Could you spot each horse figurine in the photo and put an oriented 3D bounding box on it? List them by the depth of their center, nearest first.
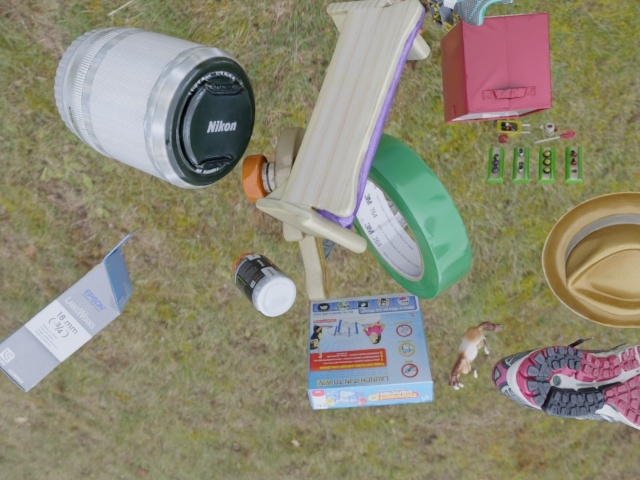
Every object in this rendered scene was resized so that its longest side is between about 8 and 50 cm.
[{"bbox_3d":[0.467,0.349,1.791,0.263,0.066,0.174,-59,140,-12],"label":"horse figurine"}]

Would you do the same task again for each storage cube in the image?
[{"bbox_3d":[0.371,-0.364,1.253,0.183,0.215,0.193,-5,97,-1],"label":"storage cube"}]

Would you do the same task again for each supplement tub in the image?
[{"bbox_3d":[-0.154,0.109,1.521,0.116,0.190,0.117,-14,119,-27],"label":"supplement tub"}]

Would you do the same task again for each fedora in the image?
[{"bbox_3d":[0.363,0.035,0.698,0.194,0.079,0.195,12,114,29],"label":"fedora"}]

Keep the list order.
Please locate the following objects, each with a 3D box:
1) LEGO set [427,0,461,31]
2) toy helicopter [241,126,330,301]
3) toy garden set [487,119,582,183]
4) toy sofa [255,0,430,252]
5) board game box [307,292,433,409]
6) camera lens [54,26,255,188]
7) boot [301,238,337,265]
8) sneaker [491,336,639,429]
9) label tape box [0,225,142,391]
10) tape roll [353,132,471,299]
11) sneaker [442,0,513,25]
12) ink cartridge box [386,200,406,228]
[{"bbox_3d":[0.395,-0.656,1.484,0.255,0.192,0.331,-39,149,-6],"label":"LEGO set"},{"bbox_3d":[-0.027,-0.046,1.111,0.140,0.235,0.355,-4,119,12],"label":"toy helicopter"},{"bbox_3d":[0.592,-0.257,1.601,0.244,0.204,0.049,2,153,20],"label":"toy garden set"},{"bbox_3d":[0.062,-0.173,0.881,0.150,0.177,0.363,28,78,-50],"label":"toy sofa"},{"bbox_3d":[0.124,0.283,1.530,0.307,0.302,0.086,-5,131,5],"label":"board game box"},{"bbox_3d":[-0.260,-0.219,0.940,0.274,0.219,0.220,23,123,27],"label":"camera lens"},{"bbox_3d":[-0.002,-0.001,1.472,0.076,0.208,0.190,40,99,8],"label":"boot"},{"bbox_3d":[0.395,0.201,0.840,0.298,0.112,0.121,13,77,-16],"label":"sneaker"},{"bbox_3d":[-0.467,0.124,1.174,0.333,0.240,0.106,-41,102,-5],"label":"label tape box"},{"bbox_3d":[0.147,-0.043,1.088,0.077,0.321,0.322,-32,118,-13],"label":"tape roll"},{"bbox_3d":[0.258,-0.376,0.824,0.076,0.065,0.166,50,125,0],"label":"sneaker"},{"bbox_3d":[0.158,-0.059,1.291,0.048,0.083,0.028,-51,136,-22],"label":"ink cartridge box"}]
